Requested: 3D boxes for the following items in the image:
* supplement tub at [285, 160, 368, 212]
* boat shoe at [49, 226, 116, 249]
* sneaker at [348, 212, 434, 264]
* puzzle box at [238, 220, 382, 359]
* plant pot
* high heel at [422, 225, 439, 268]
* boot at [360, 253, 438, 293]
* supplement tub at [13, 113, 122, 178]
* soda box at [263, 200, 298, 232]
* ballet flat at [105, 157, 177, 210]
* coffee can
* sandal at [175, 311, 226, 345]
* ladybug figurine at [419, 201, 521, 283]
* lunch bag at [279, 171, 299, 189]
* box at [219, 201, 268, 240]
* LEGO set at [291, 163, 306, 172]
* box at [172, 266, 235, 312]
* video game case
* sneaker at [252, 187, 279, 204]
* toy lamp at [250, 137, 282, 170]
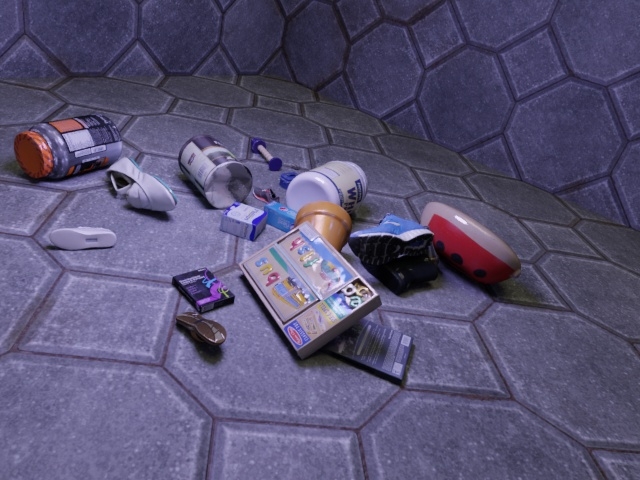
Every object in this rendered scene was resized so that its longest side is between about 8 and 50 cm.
[{"bbox_3d":[0.036,-0.192,1.984,0.235,0.235,0.325,26,31,20],"label":"supplement tub"},{"bbox_3d":[-0.729,-0.014,1.507,0.184,0.066,0.063,-6,21,-28],"label":"boat shoe"},{"bbox_3d":[0.227,-0.011,1.694,0.330,0.130,0.147,-5,37,-32],"label":"sneaker"},{"bbox_3d":[-0.047,0.126,1.442,0.272,0.052,0.409,-34,46,-11],"label":"puzzle box"},{"bbox_3d":[0.000,0.000,1.695,0.205,0.205,0.188,13,44,-3],"label":"plant pot"},{"bbox_3d":[0.352,0.043,1.912,0.093,0.186,0.261,-17,6,-27],"label":"high heel"},{"bbox_3d":[0.280,0.078,1.765,0.207,0.094,0.246,-15,47,-36],"label":"boot"},{"bbox_3d":[-0.946,-0.355,1.852,0.207,0.207,0.338,25,31,18],"label":"supplement tub"},{"bbox_3d":[-0.118,-0.075,1.877,0.210,0.071,0.067,25,30,19],"label":"soda box"},{"bbox_3d":[-0.669,-0.188,1.794,0.139,0.139,0.400,-14,36,-41],"label":"ballet flat"},{"bbox_3d":[-0.423,-0.277,1.962,0.201,0.202,0.275,-9,37,-36],"label":"coffee can"},{"bbox_3d":[-0.311,0.236,1.277,0.180,0.049,0.072,17,20,36],"label":"sandal"},{"bbox_3d":[0.545,0.021,1.856,0.449,0.162,0.305,39,-3,38],"label":"ladybug figurine"},{"bbox_3d":[-0.140,-0.275,2.226,0.098,0.065,0.067,-15,40,-42],"label":"lunch bag"},{"bbox_3d":[-0.280,-0.072,1.799,0.137,0.072,0.126,19,30,7],"label":"box"},{"bbox_3d":[-0.112,-0.358,2.437,0.083,0.023,0.054,40,38,16],"label":"LEGO set"},{"bbox_3d":[-0.344,0.142,1.438,0.116,0.029,0.162,-16,40,-43],"label":"box"},{"bbox_3d":[0.118,0.288,1.399,0.274,0.026,0.196,20,29,11],"label":"video game case"},{"bbox_3d":[-0.220,-0.195,2.048,0.158,0.065,0.061,34,34,31],"label":"sneaker"},{"bbox_3d":[-0.278,-0.436,2.435,0.080,0.080,0.275,-3,34,-29],"label":"toy lamp"}]
